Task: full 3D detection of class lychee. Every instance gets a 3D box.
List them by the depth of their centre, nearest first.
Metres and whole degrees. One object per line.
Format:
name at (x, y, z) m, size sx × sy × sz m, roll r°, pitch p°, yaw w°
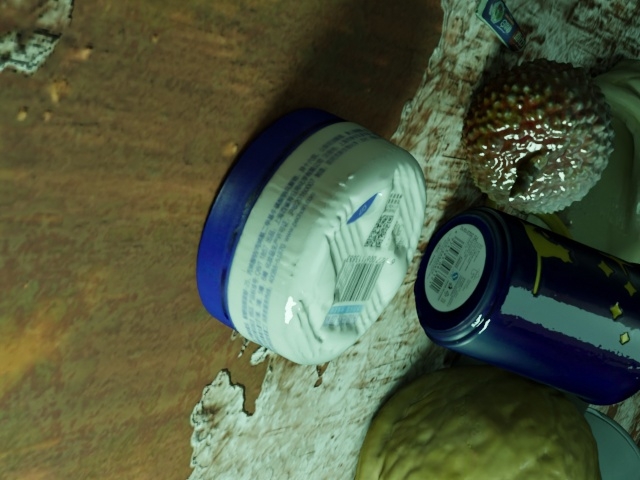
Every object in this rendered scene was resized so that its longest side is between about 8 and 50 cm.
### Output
lychee at (0.230, -0.107, 1.259) m, size 0.197 × 0.165 × 0.165 m, roll -71°, pitch 171°, yaw -55°

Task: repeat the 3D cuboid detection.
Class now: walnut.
walnut at (0.185, 0.304, 1.444) m, size 0.333 × 0.333 × 0.333 m, roll -43°, pitch 148°, yaw -35°

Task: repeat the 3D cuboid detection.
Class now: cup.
cup at (0.235, 0.055, 1.388) m, size 0.256 × 0.255 × 0.178 m, roll 21°, pitch 105°, yaw -29°

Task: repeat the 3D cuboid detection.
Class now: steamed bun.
steamed bun at (0.449, -0.083, 1.621) m, size 0.324 × 0.219 × 0.309 m, roll 12°, pitch 104°, yaw -63°

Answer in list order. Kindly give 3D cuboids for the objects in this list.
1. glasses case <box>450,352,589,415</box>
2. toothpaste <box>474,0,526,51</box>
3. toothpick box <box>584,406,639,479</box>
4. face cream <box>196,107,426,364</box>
glasses case at (0.271, 0.191, 1.605) m, size 0.072 × 0.191 × 0.042 m, roll -58°, pitch -176°, yaw -17°
toothpaste at (0.191, -0.225, 1.239) m, size 0.037 × 0.021 × 0.140 m, roll -64°, pitch 152°, yaw -1°
toothpick box at (0.380, 0.456, 1.974) m, size 0.355 × 0.263 × 0.263 m, roll -33°, pitch 142°, yaw -44°
face cream at (0.000, 0.000, 1.004) m, size 0.206 × 0.111 × 0.206 m, roll -41°, pitch 145°, yaw -37°
